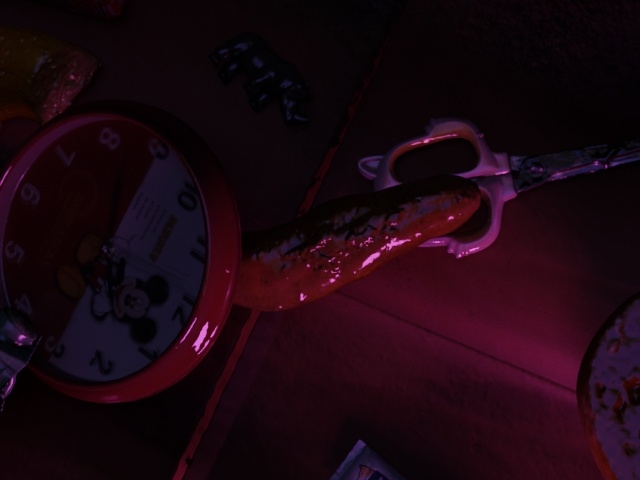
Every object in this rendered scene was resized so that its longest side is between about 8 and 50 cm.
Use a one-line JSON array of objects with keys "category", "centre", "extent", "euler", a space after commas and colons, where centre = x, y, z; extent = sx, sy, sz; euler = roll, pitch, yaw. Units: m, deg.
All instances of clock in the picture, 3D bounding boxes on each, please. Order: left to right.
[{"category": "clock", "centre": [-0.219, 0.011, 1.851], "extent": [0.318, 0.080, 0.318], "euler": [-2, 85, 27]}]

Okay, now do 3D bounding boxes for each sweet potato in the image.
[{"category": "sweet potato", "centre": [-0.003, 0.013, 1.832], "extent": [0.355, 0.095, 0.106], "euler": [-13, 56, 17]}]

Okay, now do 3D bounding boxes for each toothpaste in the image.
[{"category": "toothpaste", "centre": [0.101, 0.278, 1.771], "extent": [0.205, 0.036, 0.056], "euler": [35, 81, 21]}]

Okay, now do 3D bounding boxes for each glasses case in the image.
[{"category": "glasses case", "centre": [-0.306, -0.296, 1.992], "extent": [0.194, 0.073, 0.049], "euler": [18, 77, 13]}]

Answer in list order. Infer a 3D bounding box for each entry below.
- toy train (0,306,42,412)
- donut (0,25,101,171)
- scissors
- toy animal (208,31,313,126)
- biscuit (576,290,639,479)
[{"category": "toy train", "centre": [-0.441, 0.160, 1.783], "extent": [0.330, 0.138, 0.178], "euler": [-42, 98, 6]}, {"category": "donut", "centre": [-0.383, -0.145, 1.955], "extent": [0.152, 0.101, 0.259], "euler": [34, 85, 23]}, {"category": "scissors", "centre": [0.200, -0.071, 1.864], "extent": [0.318, 0.024, 0.160], "euler": [-12, 72, 6]}, {"category": "toy animal", "centre": [-0.055, -0.172, 1.927], "extent": [0.065, 0.047, 0.136], "euler": [-40, 65, -12]}, {"category": "biscuit", "centre": [0.432, 0.190, 1.728], "extent": [0.314, 0.063, 0.367], "euler": [-27, 71, -2]}]
